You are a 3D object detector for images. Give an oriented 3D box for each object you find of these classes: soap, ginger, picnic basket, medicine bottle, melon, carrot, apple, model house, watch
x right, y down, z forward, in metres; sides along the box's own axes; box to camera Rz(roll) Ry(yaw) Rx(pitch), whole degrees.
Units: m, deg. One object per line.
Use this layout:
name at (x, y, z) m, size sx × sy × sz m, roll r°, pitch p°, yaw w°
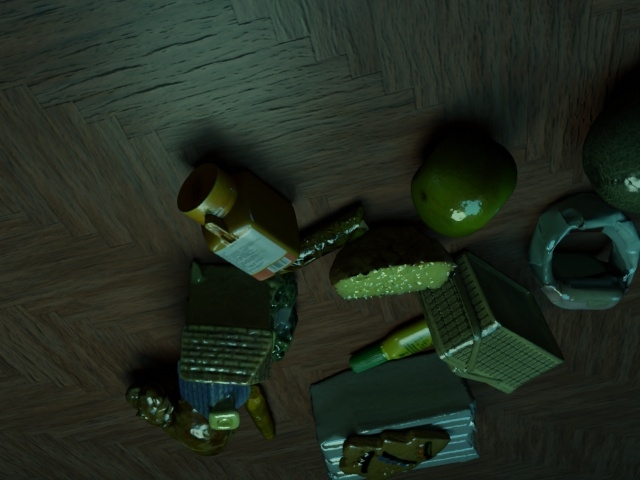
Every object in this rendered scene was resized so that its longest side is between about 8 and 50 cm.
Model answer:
soap at (0.200, 0.496, 1.859) m, size 0.436 × 0.212 × 0.350 m, roll -13°, pitch 141°, yaw 4°
ginger at (-0.334, 0.418, 1.654) m, size 0.274 × 0.152 × 0.358 m, roll 40°, pitch 157°, yaw -20°
picnic basket at (0.378, 0.193, 1.542) m, size 0.313 × 0.228 × 0.175 m, roll 29°, pitch 123°, yaw -37°
medicine bottle at (0.192, 0.273, 1.715) m, size 0.261 × 0.064 × 0.095 m, roll -29°, pitch 141°, yaw 20°
melon at (0.620, -0.171, 1.166) m, size 0.302 × 0.237 × 0.237 m, roll -22°, pitch 138°, yaw 5°
carrot at (0.001, 0.001, 1.369) m, size 0.229 × 0.068 × 0.069 m, roll -28°, pitch 136°, yaw 18°
apple at (0.255, -0.102, 1.216) m, size 0.157 × 0.196 × 0.196 m, roll 39°, pitch 128°, yaw 1°
carrot at (-0.170, 0.505, 1.912) m, size 0.066 × 0.066 × 0.314 m, roll -9°, pitch 141°, yaw -1°
model house at (-0.176, 0.239, 1.434) m, size 0.262 × 0.266 × 0.321 m, roll 4°, pitch 132°, yaw -5°
watch at (0.579, 0.013, 1.456) m, size 0.254 × 0.161 × 0.241 m, roll 2°, pitch 125°, yaw -18°
medicine bottle at (-0.147, -0.042, 1.224) m, size 0.112 × 0.149 × 0.222 m, roll -32°, pitch 134°, yaw 24°

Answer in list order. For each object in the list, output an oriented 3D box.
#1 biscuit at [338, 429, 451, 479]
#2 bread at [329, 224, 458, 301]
biscuit at (0.192, 0.555, 1.734) m, size 0.302 × 0.043 × 0.278 m, roll -23°, pitch 137°, yaw 16°
bread at (0.141, 0.038, 1.389) m, size 0.261 × 0.133 × 0.129 m, roll -4°, pitch 149°, yaw -6°
